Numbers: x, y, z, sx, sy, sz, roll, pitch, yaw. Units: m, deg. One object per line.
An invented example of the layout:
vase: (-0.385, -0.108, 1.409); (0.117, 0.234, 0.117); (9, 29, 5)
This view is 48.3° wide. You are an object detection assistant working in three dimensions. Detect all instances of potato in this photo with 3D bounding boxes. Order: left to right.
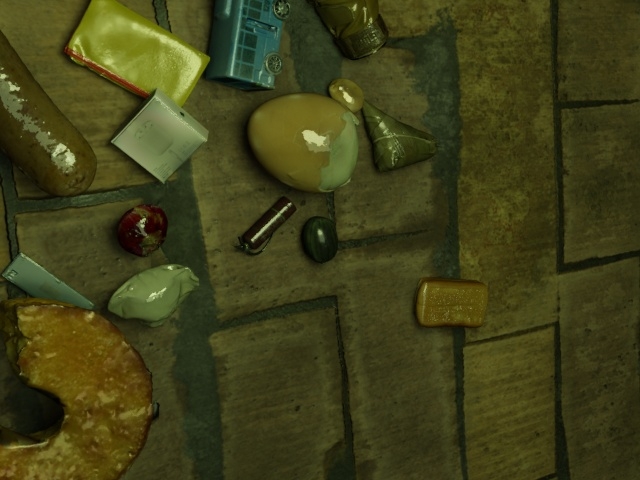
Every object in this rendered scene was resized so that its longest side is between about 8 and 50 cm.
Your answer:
potato: (0.057, -0.317, 1.556); (0.083, 0.062, 0.068); (44, 46, -36)

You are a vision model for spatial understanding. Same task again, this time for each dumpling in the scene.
dumpling: (-0.333, 0.121, 1.423); (0.169, 0.099, 0.134); (-41, 151, -34)

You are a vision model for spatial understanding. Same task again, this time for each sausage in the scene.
sausage: (-0.566, -0.285, 1.221); (0.123, 0.136, 0.501); (-47, 114, -38)

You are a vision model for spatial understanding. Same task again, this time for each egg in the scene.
egg: (-0.032, -0.202, 1.454); (0.244, 0.201, 0.201); (18, 89, -14)

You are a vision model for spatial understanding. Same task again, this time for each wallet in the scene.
wallet: (-0.350, -0.352, 1.359); (0.241, 0.067, 0.141); (28, 89, -22)

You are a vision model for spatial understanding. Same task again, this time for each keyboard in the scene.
keyboard: (-0.517, 0.095, 1.363); (0.176, 0.014, 0.055); (41, 78, -24)

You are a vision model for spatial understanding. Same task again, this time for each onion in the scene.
onion: (-0.348, -0.022, 1.388); (0.107, 0.097, 0.107); (-41, 149, -31)

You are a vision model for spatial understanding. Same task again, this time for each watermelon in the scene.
watermelon: (0.000, 0.000, 1.565); (0.078, 0.078, 0.111); (-20, 106, -22)

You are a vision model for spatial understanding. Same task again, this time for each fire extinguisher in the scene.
fire extinguisher: (-0.117, -0.022, 1.525); (0.157, 0.045, 0.078); (-46, 135, -14)

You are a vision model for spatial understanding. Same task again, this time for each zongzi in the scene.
zongzi: (0.189, -0.261, 1.629); (0.189, 0.081, 0.178); (-20, 91, -30)

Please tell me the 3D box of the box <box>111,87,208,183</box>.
box: (-0.307, -0.199, 1.370); (0.130, 0.051, 0.129); (-41, 116, 18)

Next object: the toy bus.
toy bus: (-0.145, -0.422, 1.405); (0.133, 0.116, 0.234); (6, 93, -36)

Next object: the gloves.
gloves: (0.044, -0.541, 1.471); (0.141, 0.154, 0.331); (-32, 117, -20)

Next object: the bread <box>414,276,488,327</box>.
bread: (0.313, 0.150, 1.735); (0.200, 0.077, 0.116); (4, 97, -24)

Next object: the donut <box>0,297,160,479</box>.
donut: (-0.522, 0.320, 1.309); (0.435, 0.163, 0.378); (-49, 119, -12)
